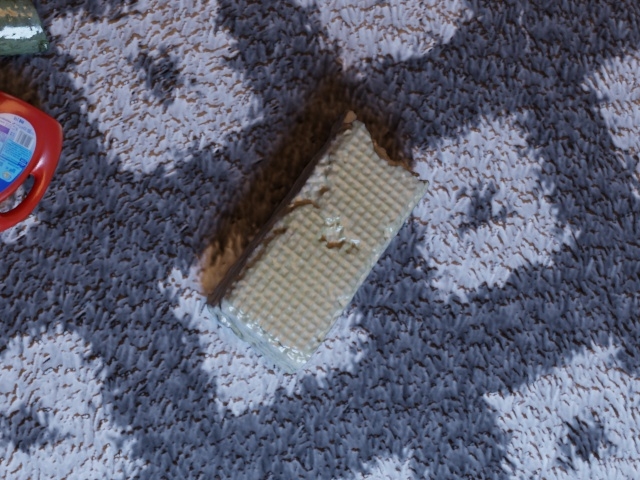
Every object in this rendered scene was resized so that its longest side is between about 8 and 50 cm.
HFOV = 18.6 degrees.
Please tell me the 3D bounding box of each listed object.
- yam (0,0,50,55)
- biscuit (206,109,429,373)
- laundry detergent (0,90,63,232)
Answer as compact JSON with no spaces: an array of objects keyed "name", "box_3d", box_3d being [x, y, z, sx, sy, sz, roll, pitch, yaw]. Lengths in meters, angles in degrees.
[{"name":"yam","box_3d":[-0.312,-0.193,1.728,0.146,0.070,0.069,-6,84,-23]},{"name":"biscuit","box_3d":[0.000,0.000,1.818,0.108,0.062,0.239,39,71,-11]},{"name":"laundry detergent","box_3d":[-0.295,-0.045,1.726,0.097,0.049,0.165,27,77,-18]}]
